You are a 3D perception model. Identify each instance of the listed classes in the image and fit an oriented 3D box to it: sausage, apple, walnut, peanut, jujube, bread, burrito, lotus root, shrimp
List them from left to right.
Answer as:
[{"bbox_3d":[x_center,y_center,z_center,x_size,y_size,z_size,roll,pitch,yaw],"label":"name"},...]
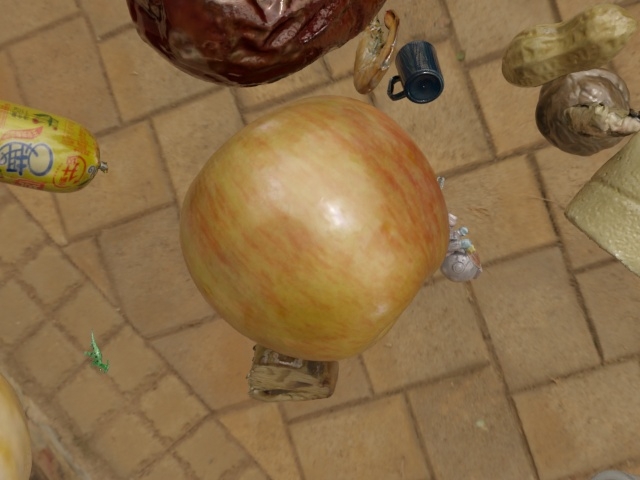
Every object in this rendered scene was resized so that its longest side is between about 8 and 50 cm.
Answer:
[{"bbox_3d":[-0.493,-0.152,1.034,0.347,0.123,0.123,12,96,-24],"label":"sausage"},{"bbox_3d":[-0.074,-0.357,0.919,0.377,0.276,0.276,-34,88,-23],"label":"jujube"},{"bbox_3d":[-0.053,0.232,1.223,0.170,0.260,0.074,5,59,2],"label":"lotus root"},{"bbox_3d":[-0.001,-0.012,0.995,0.391,0.391,0.346,-44,81,8],"label":"apple"},{"bbox_3d":[0.102,-0.357,1.226,0.053,0.236,0.133,17,140,-11],"label":"shrimp"},{"bbox_3d":[0.438,-0.356,1.252,0.125,0.274,0.111,13,75,-35],"label":"peanut"},{"bbox_3d":[0.587,-0.296,1.545,0.224,0.224,0.224,0,93,8],"label":"walnut"},{"bbox_3d":[0.305,-0.132,0.755,0.051,0.171,0.042,23,104,3],"label":"burrito"},{"bbox_3d":[0.373,-0.044,0.781,0.134,0.148,0.141,39,108,5],"label":"bread"}]

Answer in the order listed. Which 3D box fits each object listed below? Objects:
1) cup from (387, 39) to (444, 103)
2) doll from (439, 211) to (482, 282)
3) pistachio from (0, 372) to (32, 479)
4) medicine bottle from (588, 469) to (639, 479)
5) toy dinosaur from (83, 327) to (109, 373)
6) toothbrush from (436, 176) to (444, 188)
[{"bbox_3d":[0.256,-0.431,1.829,0.113,0.138,0.150,16,132,-20],"label":"cup"},{"bbox_3d":[0.293,-0.008,1.720,0.151,0.151,0.287,-40,94,8],"label":"doll"},{"bbox_3d":[-0.513,0.293,0.916,0.230,0.230,0.308,-18,83,9],"label":"pistachio"},{"bbox_3d":[0.366,0.311,0.791,0.130,0.080,0.080,23,98,-37],"label":"medicine bottle"},{"bbox_3d":[-0.425,0.215,1.311,0.062,0.021,0.083,19,112,33],"label":"toy dinosaur"},{"bbox_3d":[0.309,-0.051,1.947,0.019,0.025,0.275,21,80,-30],"label":"toothbrush"}]
